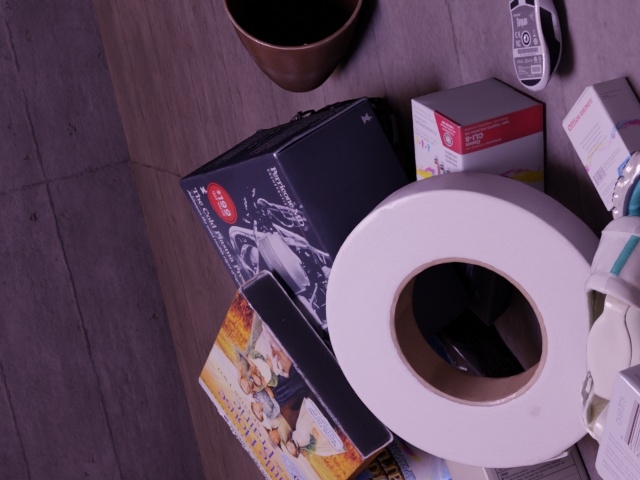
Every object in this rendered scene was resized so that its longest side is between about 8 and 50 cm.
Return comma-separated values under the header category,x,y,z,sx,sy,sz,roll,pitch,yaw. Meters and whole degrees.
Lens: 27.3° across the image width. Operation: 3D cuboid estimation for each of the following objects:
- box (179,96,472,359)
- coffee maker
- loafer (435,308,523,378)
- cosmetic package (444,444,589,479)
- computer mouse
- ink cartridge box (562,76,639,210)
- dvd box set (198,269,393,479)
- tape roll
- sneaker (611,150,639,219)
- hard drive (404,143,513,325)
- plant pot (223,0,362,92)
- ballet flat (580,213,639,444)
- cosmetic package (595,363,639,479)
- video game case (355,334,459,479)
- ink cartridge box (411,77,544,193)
category,x,y,z,sx,sy,sz,roll,pitch,yaw
box,0.000,0.000,1.928,0.312,0.179,0.343,-11,110,59
coffee maker,0.047,-0.120,2.049,0.120,0.171,0.178,-36,72,63
loafer,0.223,0.170,1.948,0.220,0.080,0.078,59,155,34
cosmetic package,0.302,0.402,1.826,0.129,0.153,0.296,138,115,-67
computer mouse,0.258,-0.276,1.578,0.106,0.042,0.193,11,110,62
ink cartridge box,0.334,-0.110,1.489,0.122,0.052,0.088,65,158,19
dvd box set,-0.053,0.253,2.018,0.307,0.062,0.420,53,155,12
tape roll,0.195,0.106,1.662,0.392,0.072,0.392,10,117,21
sneaker,0.379,-0.072,1.346,0.110,0.107,0.275,46,151,27
hard drive,0.200,-0.016,1.902,0.254,0.054,0.172,52,150,43
plant pot,-0.038,-0.337,2.099,0.230,0.215,0.215,85,161,-66
ballet flat,0.337,0.148,1.450,0.139,0.139,0.400,51,161,46
cosmetic package,0.408,0.205,1.350,0.151,0.184,0.151,53,150,44
video game case,0.141,0.275,2.038,0.061,0.244,0.269,32,-158,-54
ink cartridge box,0.206,-0.101,1.717,0.128,0.127,0.176,40,142,55
